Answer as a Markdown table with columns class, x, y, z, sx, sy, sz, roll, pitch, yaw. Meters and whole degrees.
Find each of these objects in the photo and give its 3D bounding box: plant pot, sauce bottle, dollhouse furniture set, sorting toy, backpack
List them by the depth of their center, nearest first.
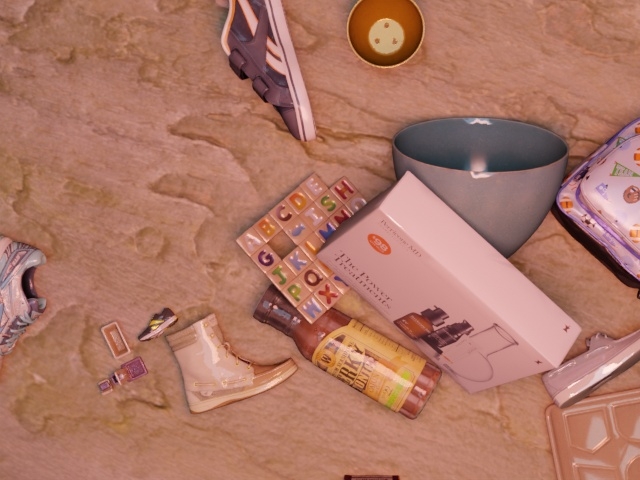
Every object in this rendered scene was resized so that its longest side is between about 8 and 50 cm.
| class | x | y | z | sx | sy | sz | roll | pitch | yaw |
| --- | --- | --- | --- | --- | --- | --- | --- | --- | --- |
| plant pot | 0.263 | -0.073 | 1.791 | 0.290 | 0.290 | 0.195 | 2 | 113 | 4 |
| backpack | 0.554 | -0.083 | 1.794 | 0.276 | 0.213 | 0.263 | 45 | 84 | 5 |
| plant pot | 0.115 | -0.365 | 1.864 | 0.134 | 0.095 | 0.134 | 0 | 93 | 4 |
| sauce bottle | 0.043 | 0.192 | 1.881 | 0.344 | 0.111 | 0.111 | 28 | 94 | 6 |
| sorting toy | 0.535 | 0.423 | 1.890 | 0.229 | 0.041 | 0.307 | -11 | 91 | 0 |
| dollhouse furniture set | -0.385 | 0.215 | 1.927 | 0.091 | 0.081 | 0.114 | -25 | 90 | 5 |

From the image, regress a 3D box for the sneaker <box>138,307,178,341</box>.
| class | x | y | z | sx | sy | sz | roll | pitch | yaw |
| --- | --- | --- | --- | --- | --- | --- | --- | --- | --- |
| sneaker | -0.301 | 0.155 | 1.948 | 0.083 | 0.031 | 0.035 | -33 | 76 | 0 |

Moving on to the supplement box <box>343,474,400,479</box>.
| class | x | y | z | sx | sy | sz | roll | pitch | yaw |
| --- | --- | --- | --- | --- | --- | --- | --- | --- | --- |
| supplement box | 0.092 | 0.521 | 1.901 | 0.104 | 0.081 | 0.188 | 0 | 92 | 4 |

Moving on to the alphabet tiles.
| class | x | y | z | sx | sy | sz | roll | pitch | yaw |
| --- | --- | --- | --- | --- | --- | --- | --- | --- | --- |
| alphabet tiles | 0.000 | 0.000 | 1.878 | 0.237 | 0.009 | 0.198 | -42 | 88 | -21 |

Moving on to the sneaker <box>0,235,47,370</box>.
| class | x | y | z | sx | sy | sz | roll | pitch | yaw |
| --- | --- | --- | --- | --- | --- | --- | --- | --- | --- |
| sneaker | -0.568 | 0.137 | 1.927 | 0.122 | 0.110 | 0.283 | 10 | 93 | 1 |

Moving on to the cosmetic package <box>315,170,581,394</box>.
| class | x | y | z | sx | sy | sz | roll | pitch | yaw |
| --- | --- | --- | --- | --- | --- | --- | --- | --- | --- |
| cosmetic package | 0.201 | 0.082 | 1.755 | 0.377 | 0.284 | 0.097 | 42 | 62 | -5 |

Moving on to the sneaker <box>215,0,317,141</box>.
| class | x | y | z | sx | sy | sz | roll | pitch | yaw |
| --- | --- | --- | --- | --- | --- | --- | --- | --- | --- |
| sneaker | -0.099 | -0.313 | 1.870 | 0.127 | 0.126 | 0.321 | -17 | 80 | 0 |

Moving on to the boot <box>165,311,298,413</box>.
| class | x | y | z | sx | sy | sz | roll | pitch | yaw |
| --- | --- | --- | --- | --- | --- | --- | --- | --- | --- |
| boot | -0.161 | 0.206 | 1.914 | 0.213 | 0.077 | 0.165 | -20 | 88 | 7 |

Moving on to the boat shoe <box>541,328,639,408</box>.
| class | x | y | z | sx | sy | sz | roll | pitch | yaw |
| --- | --- | --- | --- | --- | --- | --- | --- | --- | --- |
| boat shoe | 0.490 | 0.203 | 1.862 | 0.227 | 0.079 | 0.081 | -33 | 64 | -2 |
